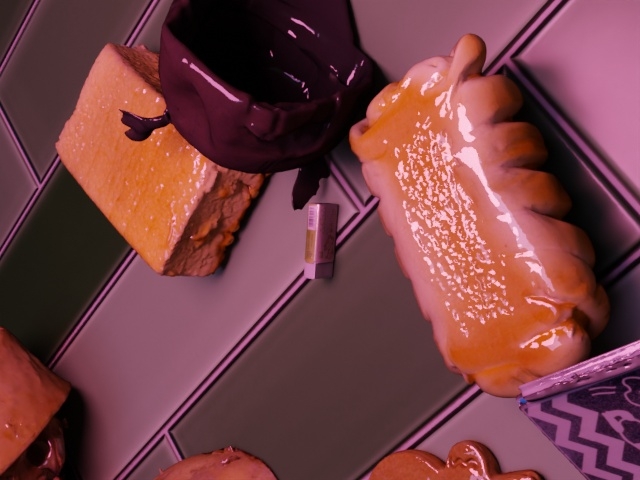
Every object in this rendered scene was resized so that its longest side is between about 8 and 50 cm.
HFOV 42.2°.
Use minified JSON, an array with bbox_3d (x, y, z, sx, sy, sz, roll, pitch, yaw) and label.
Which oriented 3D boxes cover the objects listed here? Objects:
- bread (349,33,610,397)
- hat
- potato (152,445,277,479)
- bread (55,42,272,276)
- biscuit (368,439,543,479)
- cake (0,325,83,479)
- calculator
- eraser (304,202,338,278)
[{"bbox_3d":[0.145,-0.014,0.749,0.172,0.121,0.311,-30,74,39],"label":"bread"},{"bbox_3d":[-0.085,-0.184,0.890,0.209,0.238,0.336,-50,41,44],"label":"hat"},{"bbox_3d":[-0.159,0.396,1.021,0.299,0.116,0.239,-36,74,36],"label":"potato"},{"bbox_3d":[-0.202,-0.104,1.038,0.274,0.114,0.185,43,113,29],"label":"bread"},{"bbox_3d":[0.128,0.279,0.829,0.225,0.036,0.166,2,94,39],"label":"biscuit"},{"bbox_3d":[-0.451,0.333,1.166,0.332,0.332,0.321,-35,104,34],"label":"cake"},{"bbox_3d":[0.299,0.122,0.629,0.274,0.028,0.166,-31,114,35],"label":"calculator"},{"bbox_3d":[0.000,0.000,0.921,0.019,0.038,0.083,7,96,34],"label":"eraser"}]
